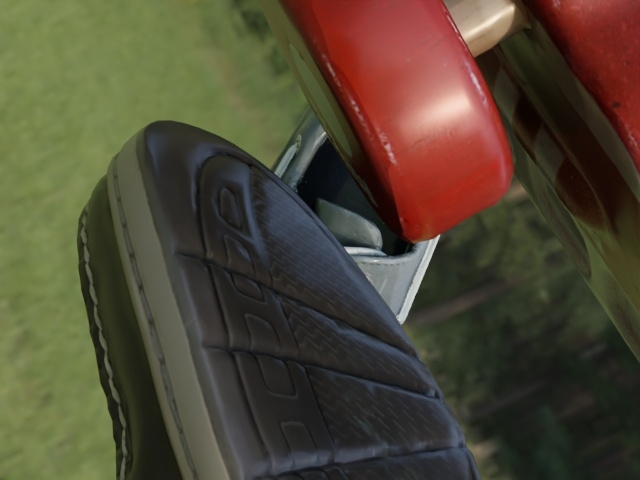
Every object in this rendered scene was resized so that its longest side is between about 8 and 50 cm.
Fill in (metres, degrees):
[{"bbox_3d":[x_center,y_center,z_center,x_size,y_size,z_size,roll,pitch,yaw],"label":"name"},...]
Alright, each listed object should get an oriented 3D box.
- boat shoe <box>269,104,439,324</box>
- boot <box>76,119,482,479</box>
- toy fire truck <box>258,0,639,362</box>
[{"bbox_3d":[0.000,0.000,0.969,0.116,0.319,0.099,28,-10,16],"label":"boat shoe"},{"bbox_3d":[-0.069,0.178,0.629,0.138,0.284,0.377,14,47,-53],"label":"boot"},{"bbox_3d":[0.053,-0.099,0.663,0.302,0.169,0.254,57,-5,26],"label":"toy fire truck"}]
